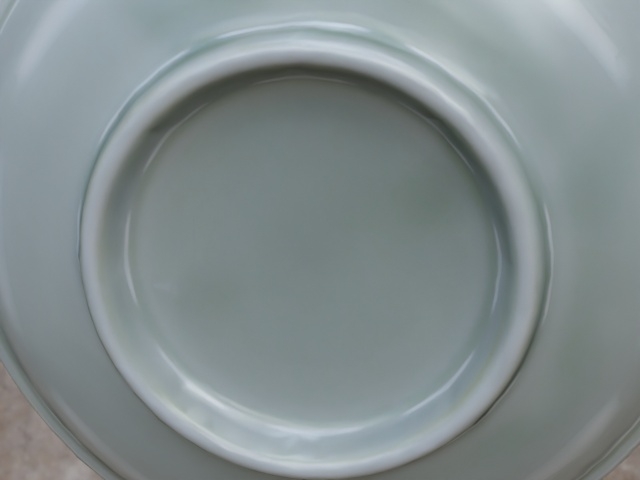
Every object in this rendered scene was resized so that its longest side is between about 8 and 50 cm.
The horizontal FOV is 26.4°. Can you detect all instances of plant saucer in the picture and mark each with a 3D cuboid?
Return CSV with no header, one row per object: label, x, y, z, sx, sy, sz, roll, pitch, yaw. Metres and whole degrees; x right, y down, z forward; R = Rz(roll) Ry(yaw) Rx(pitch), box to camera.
plant saucer,0.000,0.000,0.659,0.400,0.401,0.100,-6,18,10
